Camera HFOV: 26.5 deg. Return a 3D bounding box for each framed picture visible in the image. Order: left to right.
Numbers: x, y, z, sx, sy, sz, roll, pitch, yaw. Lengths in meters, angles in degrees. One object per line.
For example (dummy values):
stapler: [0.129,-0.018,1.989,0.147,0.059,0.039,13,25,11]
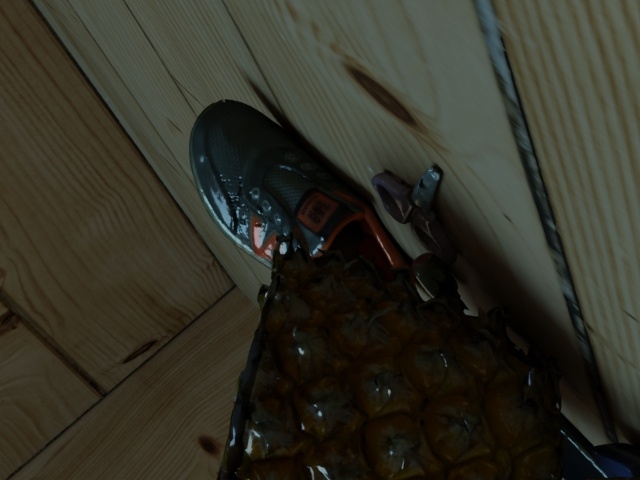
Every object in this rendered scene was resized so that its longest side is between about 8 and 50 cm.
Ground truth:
framed picture: [0.252,0.216,1.503,0.338,0.014,0.255,47,173,24]

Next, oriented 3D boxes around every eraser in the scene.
eraser: [0.327,0.262,1.195,0.225,0.036,0.082,51,171,-11]

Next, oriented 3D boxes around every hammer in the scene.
hammer: [0.110,0.033,1.365,0.052,0.031,0.083,54,178,-9]

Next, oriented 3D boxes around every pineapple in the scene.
pineapple: [0.053,0.176,1.230,0.300,0.352,0.352,12,177,-8]

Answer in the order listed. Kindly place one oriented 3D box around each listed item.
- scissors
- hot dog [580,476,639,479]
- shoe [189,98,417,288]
scissors: [0.087,-0.033,1.192,0.110,0.021,0.212,47,173,7]
hot dog: [0.303,0.264,1.056,0.259,0.114,0.175,43,174,5]
shoe: [-0.015,-0.023,1.471,0.336,0.132,0.171,48,168,0]
